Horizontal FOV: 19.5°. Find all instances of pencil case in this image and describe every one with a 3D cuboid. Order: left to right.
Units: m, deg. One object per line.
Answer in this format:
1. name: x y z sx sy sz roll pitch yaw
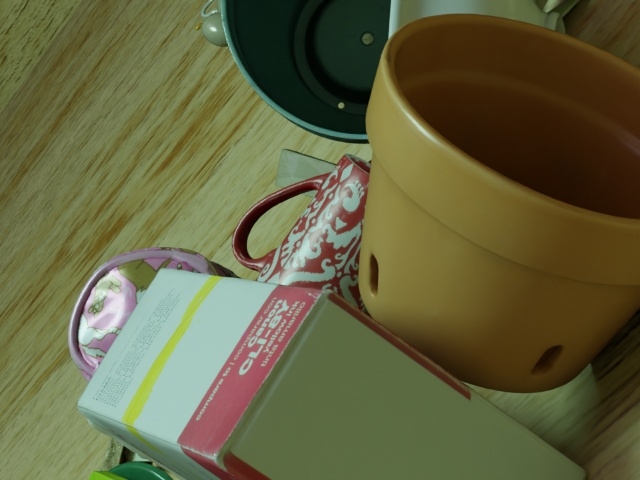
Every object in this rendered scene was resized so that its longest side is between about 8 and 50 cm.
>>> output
1. pencil case: -0.141 0.105 1.902 0.386 0.160 0.167 56 -152 -79

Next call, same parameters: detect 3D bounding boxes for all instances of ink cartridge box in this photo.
1. ink cartridge box: -0.008 0.163 1.552 0.160 0.279 0.385 -59 21 -11

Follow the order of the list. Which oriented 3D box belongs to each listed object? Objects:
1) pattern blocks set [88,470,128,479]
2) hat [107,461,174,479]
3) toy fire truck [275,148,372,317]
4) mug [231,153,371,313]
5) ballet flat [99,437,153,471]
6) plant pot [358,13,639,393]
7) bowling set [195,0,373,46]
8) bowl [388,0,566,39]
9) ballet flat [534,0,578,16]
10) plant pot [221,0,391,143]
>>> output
1. pattern blocks set: -0.232 0.388 1.983 0.325 0.026 0.285 22 107 48
2. hat: -0.146 0.315 2.062 0.208 0.183 0.173 48 118 26
3. toy fire truck: 0.009 0.005 1.938 0.217 0.158 0.246 -60 9 8
4. mug: 0.002 0.003 1.748 0.169 0.150 0.113 -57 6 10
5. ballet flat: -0.222 0.265 2.214 0.067 0.073 0.206 20 105 41
6. plant pot: 0.153 -0.019 1.467 0.291 0.291 0.203 -95 23 -55
7. bowling set: 0.014 -0.219 2.195 0.154 0.287 0.200 -73 -21 -44
8. bowl: 0.153 -0.132 1.684 0.298 0.134 0.298 -1 -90 -76
9. ballet flat: 0.239 -0.280 1.828 0.248 0.086 0.086 -51 23 13
10. plant pot: 0.049 -0.232 1.985 0.196 0.293 0.293 74 -139 -81
